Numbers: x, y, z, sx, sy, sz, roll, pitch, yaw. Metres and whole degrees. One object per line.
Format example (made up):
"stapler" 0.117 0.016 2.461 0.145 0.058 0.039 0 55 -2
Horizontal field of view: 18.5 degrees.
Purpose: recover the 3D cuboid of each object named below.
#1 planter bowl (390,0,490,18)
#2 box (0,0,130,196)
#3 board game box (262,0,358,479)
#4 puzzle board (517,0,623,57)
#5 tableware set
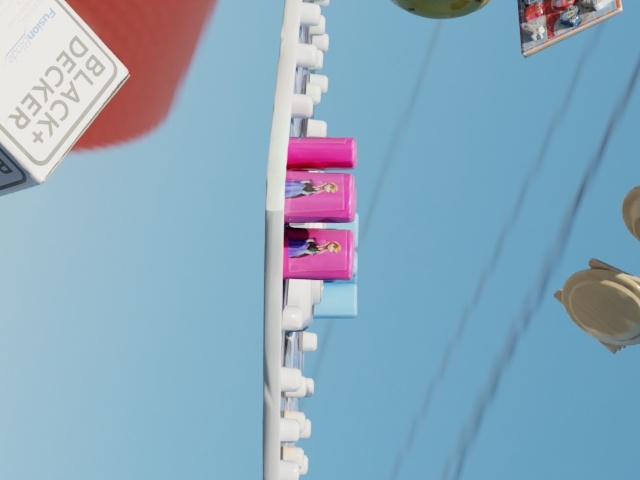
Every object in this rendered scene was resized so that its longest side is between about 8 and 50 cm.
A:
"planter bowl" 0.124 -0.289 2.016 0.217 0.217 0.090 133 -35 -57
"box" -0.256 -0.144 1.009 0.169 0.290 0.087 -11 -142 49
"board game box" 0.000 0.000 1.268 0.390 0.050 0.390 -85 178 -50
"puzzle board" 0.221 -0.218 1.770 0.096 0.011 0.128 -25 -150 19
"tableware set" 0.228 0.033 1.198 0.020 0.141 0.168 -57 177 -39
